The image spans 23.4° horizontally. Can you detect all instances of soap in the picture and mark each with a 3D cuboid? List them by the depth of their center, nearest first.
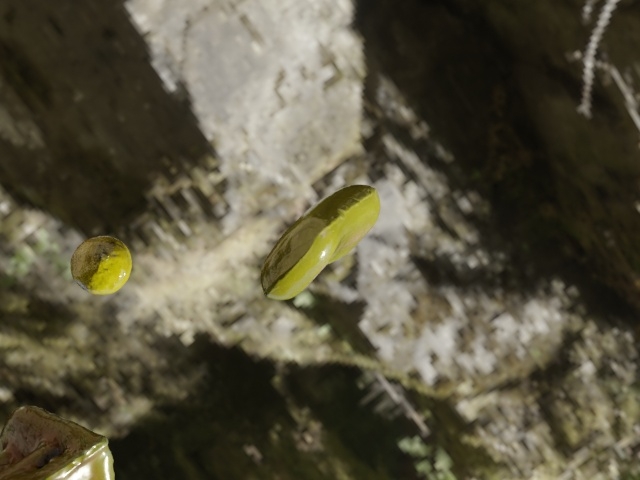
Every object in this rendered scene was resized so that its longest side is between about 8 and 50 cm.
[{"bbox_3d":[-0.001,-0.001,1.240,0.089,0.045,0.140,-53,172,31],"label":"soap"}]

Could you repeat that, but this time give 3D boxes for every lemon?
[{"bbox_3d":[-0.301,0.034,2.112,0.082,0.082,0.111,-47,-164,-21],"label":"lemon"}]

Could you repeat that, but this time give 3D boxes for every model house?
[{"bbox_3d":[-0.365,0.302,1.667,0.239,0.173,0.268,-32,161,-36],"label":"model house"}]
